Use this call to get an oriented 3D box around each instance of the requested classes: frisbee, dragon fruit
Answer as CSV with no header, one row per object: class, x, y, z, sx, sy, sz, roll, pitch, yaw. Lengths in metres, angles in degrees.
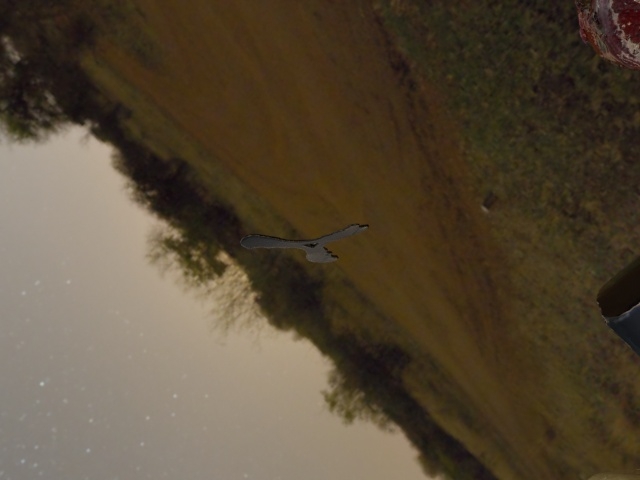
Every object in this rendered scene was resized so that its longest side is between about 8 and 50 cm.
frisbee,0.000,0.000,1.188,0.211,0.187,0.012,19,-120,-51
dragon fruit,0.486,-0.372,1.106,0.282,0.211,0.147,57,-171,-8

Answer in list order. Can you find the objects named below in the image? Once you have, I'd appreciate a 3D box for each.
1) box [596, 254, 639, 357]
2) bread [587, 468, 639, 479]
box,0.296,0.070,0.376,0.259,0.168,0.071,43,-157,-1
bread,0.354,0.214,0.588,0.250,0.039,0.182,3,169,-3
